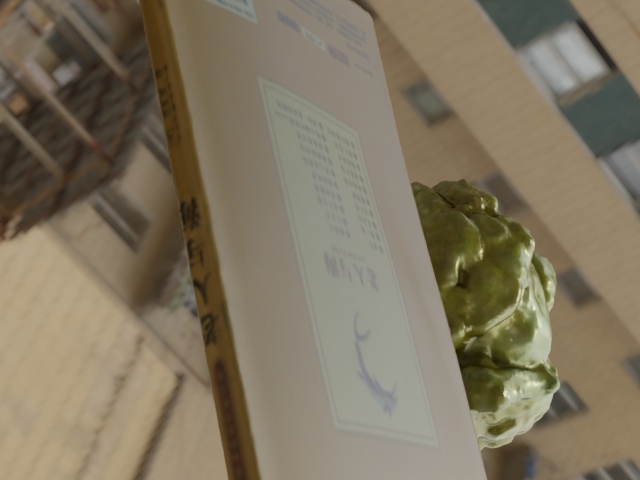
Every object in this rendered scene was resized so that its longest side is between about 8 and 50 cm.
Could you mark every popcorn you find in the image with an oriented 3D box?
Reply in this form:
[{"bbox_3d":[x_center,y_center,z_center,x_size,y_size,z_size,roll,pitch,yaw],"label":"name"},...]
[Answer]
[{"bbox_3d":[0.122,0.072,1.422,0.195,0.256,0.255,-14,-161,6],"label":"popcorn"}]

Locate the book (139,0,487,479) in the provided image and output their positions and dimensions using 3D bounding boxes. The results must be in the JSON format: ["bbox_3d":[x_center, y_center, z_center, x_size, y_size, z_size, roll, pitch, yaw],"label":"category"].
[{"bbox_3d":[0.000,0.000,0.909,0.032,0.269,0.389,-23,-113,26],"label":"book"}]
